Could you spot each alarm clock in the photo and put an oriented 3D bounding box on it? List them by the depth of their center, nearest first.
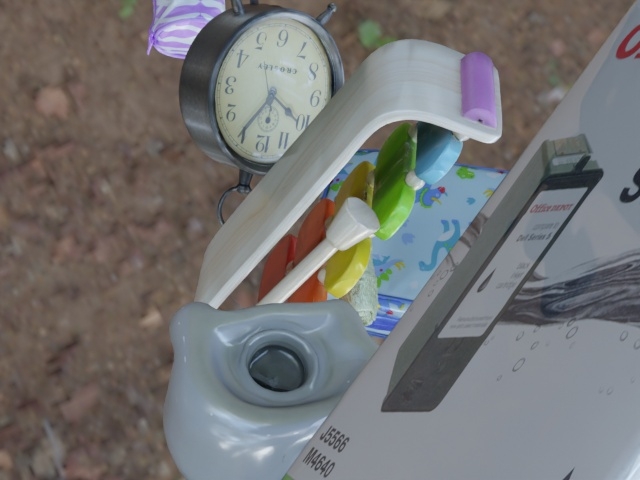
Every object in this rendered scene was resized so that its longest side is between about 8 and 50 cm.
[{"bbox_3d":[-0.052,-0.099,1.489,0.129,0.064,0.192,7,94,-39],"label":"alarm clock"}]

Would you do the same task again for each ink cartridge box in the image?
[{"bbox_3d":[0.100,0.058,0.568,0.115,0.198,0.273,38,84,-17],"label":"ink cartridge box"}]

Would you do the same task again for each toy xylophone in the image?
[{"bbox_3d":[0.000,0.000,1.366,0.081,0.236,0.323,34,125,-15],"label":"toy xylophone"}]

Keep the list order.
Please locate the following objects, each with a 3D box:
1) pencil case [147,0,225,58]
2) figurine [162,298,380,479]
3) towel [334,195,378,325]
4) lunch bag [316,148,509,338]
[{"bbox_3d":[-0.148,-0.291,2.021,0.088,0.206,0.086,0,151,-18],"label":"pencil case"},{"bbox_3d":[-0.008,0.157,0.827,0.092,0.215,0.209,-17,146,-28],"label":"figurine"},{"bbox_3d":[0.031,0.015,1.578,0.027,0.110,0.148,-5,175,5],"label":"towel"},{"bbox_3d":[0.096,0.014,1.760,0.219,0.176,0.090,10,146,10],"label":"lunch bag"}]
